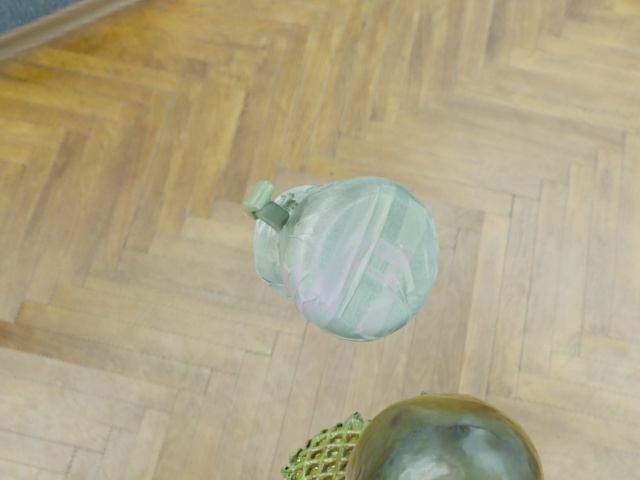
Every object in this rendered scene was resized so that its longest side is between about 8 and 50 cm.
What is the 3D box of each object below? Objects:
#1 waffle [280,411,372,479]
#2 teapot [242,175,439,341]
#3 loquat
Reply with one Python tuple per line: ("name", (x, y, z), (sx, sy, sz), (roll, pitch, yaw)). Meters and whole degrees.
("waffle", (0.042, 0.394, 1.619), (0.214, 0.054, 0.208), (-32, 31, -18))
("teapot", (0.000, 0.000, 0.374), (0.083, 0.064, 0.064), (33, 81, -27))
("loquat", (0.113, 0.224, 0.851), (0.179, 0.227, 0.179), (0, 93, -3))
